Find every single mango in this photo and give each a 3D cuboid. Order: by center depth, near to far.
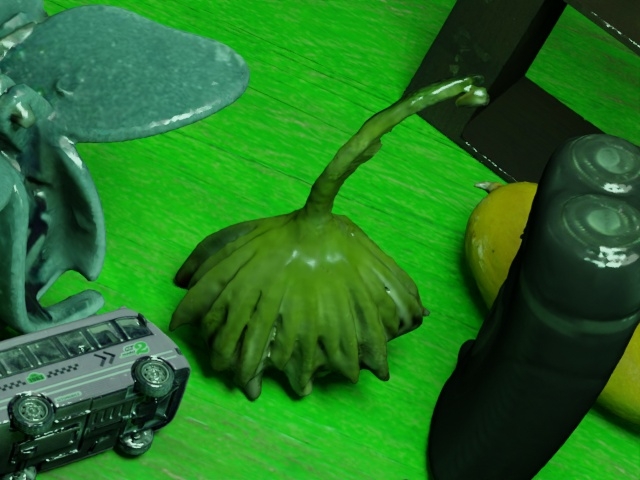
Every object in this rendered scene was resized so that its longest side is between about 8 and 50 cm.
[{"bbox_3d":[0.253,0.059,1.657,0.317,0.119,0.176,49,37,15],"label":"mango"}]

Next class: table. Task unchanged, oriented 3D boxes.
[{"bbox_3d":[0.289,-0.195,1.828,0.282,0.250,0.196,38,42,11],"label":"table"}]

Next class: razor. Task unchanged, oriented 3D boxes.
[{"bbox_3d":[0.197,0.077,1.435,0.114,0.349,0.204,18,42,-3],"label":"razor"}]

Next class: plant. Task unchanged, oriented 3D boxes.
[{"bbox_3d":[-0.010,-0.026,1.454,0.251,0.333,0.180,-7,37,-18],"label":"plant"}]

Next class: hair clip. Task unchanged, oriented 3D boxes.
[{"bbox_3d":[-0.311,-0.075,1.372,0.318,0.238,0.392,37,40,18],"label":"hair clip"}]

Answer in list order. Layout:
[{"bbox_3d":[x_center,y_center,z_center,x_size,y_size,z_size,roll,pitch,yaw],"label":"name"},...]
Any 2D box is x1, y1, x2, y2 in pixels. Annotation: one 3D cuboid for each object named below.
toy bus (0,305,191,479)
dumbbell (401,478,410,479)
[{"bbox_3d":[-0.213,0.127,1.349,0.199,0.096,0.108,-16,53,-35],"label":"toy bus"},{"bbox_3d":[0.018,0.266,1.341,0.110,0.110,0.254,38,35,10],"label":"dumbbell"}]
